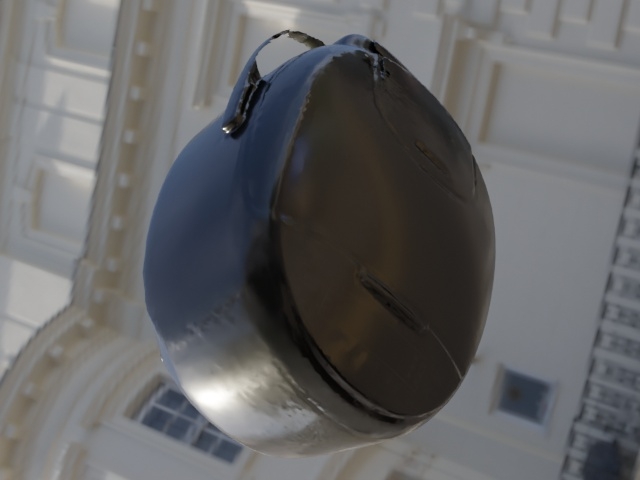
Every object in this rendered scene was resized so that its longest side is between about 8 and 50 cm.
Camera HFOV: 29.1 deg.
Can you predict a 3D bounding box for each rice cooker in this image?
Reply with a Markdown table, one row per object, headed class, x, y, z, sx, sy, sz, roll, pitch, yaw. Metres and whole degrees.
| class | x | y | z | sx | sy | sz | roll | pitch | yaw |
| --- | --- | --- | --- | --- | --- | --- | --- | --- | --- |
| rice cooker | 0.001 | -0.001 | 0.534 | 0.142 | 0.118 | 0.203 | 43 | -144 | -25 |
